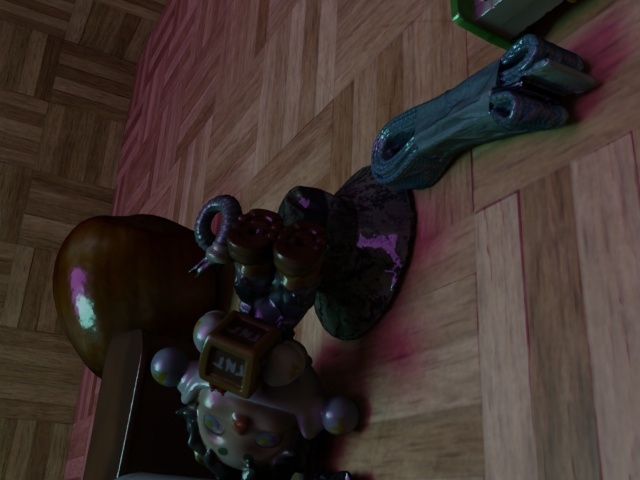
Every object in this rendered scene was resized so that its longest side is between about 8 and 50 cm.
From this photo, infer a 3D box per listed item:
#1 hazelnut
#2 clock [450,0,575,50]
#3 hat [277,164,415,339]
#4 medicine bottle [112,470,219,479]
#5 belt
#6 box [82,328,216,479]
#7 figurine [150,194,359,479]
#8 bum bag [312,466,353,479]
[{"bbox_3d":[-0.367,0.115,1.401,0.366,0.366,0.366,-40,43,51],"label":"hazelnut"},{"bbox_3d":[0.239,-0.336,0.642,0.255,0.106,0.220,-30,52,51],"label":"clock"},{"bbox_3d":[0.000,0.000,0.929,0.265,0.128,0.265,-49,33,47],"label":"hat"},{"bbox_3d":[-0.130,0.378,0.811,0.332,0.190,0.190,-12,66,41],"label":"medicine bottle"},{"bbox_3d":[0.153,-0.120,0.738,0.302,0.072,0.087,-22,54,62],"label":"belt"},{"bbox_3d":[-0.231,0.329,1.110,0.239,0.229,0.339,-21,59,61],"label":"box"},{"bbox_3d":[-0.074,0.159,0.860,0.186,0.261,0.382,-42,-31,-50],"label":"figurine"},{"bbox_3d":[0.017,0.304,0.840,0.124,0.034,0.058,-31,62,58],"label":"bum bag"}]
